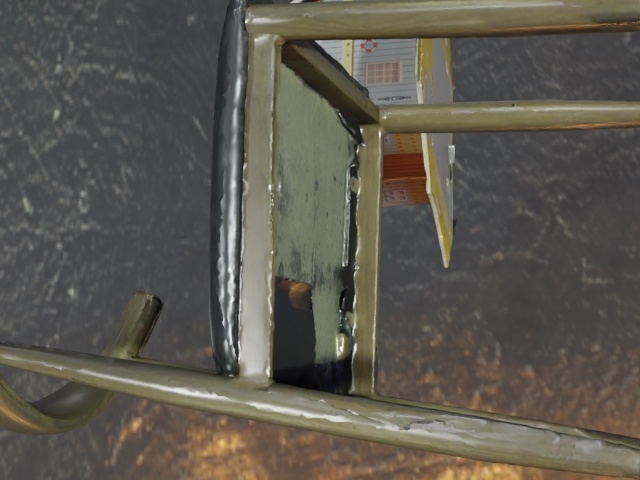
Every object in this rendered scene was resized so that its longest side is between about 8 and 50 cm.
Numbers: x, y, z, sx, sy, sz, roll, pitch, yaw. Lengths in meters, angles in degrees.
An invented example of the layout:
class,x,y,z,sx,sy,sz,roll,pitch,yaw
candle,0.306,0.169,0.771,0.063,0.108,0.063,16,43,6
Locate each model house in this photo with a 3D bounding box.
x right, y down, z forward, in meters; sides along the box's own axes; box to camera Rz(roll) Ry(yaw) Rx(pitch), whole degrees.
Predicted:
class,x,y,z,sx,sy,sz,roll,pitch,yaw
model house,0.020,-0.096,0.924,0.135,0.207,0.219,-2,156,12

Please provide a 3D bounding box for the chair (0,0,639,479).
class,x,y,z,sx,sy,sz,roll,pitch,yaw
chair,0.000,0.000,0.524,0.272,0.188,0.166,1,83,16
